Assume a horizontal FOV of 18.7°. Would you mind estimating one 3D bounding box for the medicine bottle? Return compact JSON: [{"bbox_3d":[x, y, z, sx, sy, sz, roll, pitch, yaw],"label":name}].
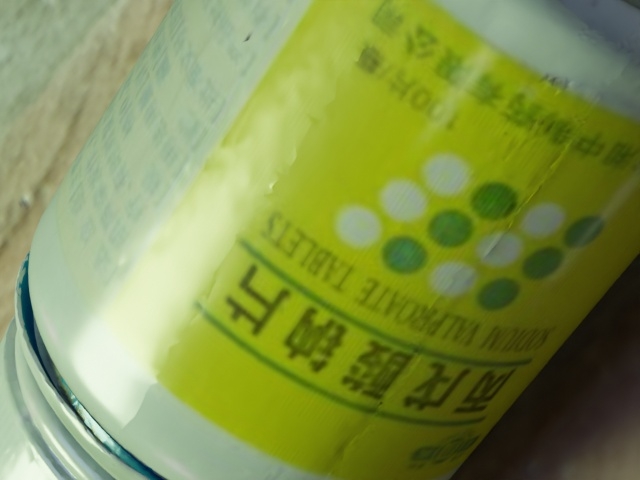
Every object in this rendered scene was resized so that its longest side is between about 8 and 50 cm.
[{"bbox_3d":[0.000,0.000,0.545,0.258,0.143,0.143,-53,52,30],"label":"medicine bottle"}]
